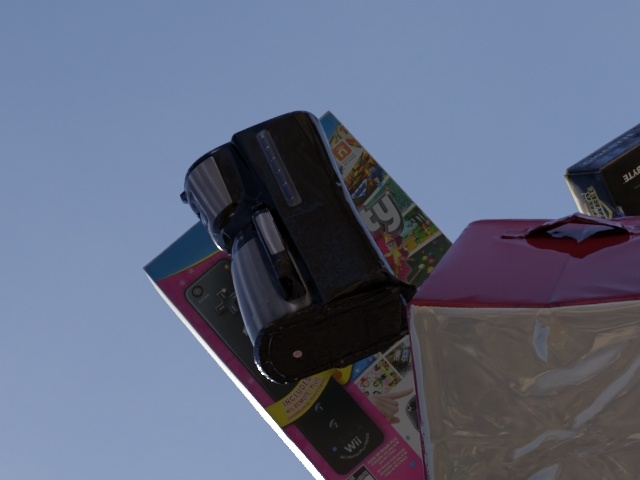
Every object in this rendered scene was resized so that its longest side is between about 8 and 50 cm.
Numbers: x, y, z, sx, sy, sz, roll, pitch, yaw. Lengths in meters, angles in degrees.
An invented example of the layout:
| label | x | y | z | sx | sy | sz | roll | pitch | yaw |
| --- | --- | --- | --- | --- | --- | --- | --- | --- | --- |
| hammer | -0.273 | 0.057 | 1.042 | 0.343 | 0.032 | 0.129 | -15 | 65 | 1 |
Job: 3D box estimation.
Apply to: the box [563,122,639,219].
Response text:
| label | x | y | z | sx | sy | sz | roll | pitch | yaw |
| --- | --- | --- | --- | --- | --- | --- | --- | --- | --- |
| box | 0.465 | -0.042 | 2.010 | 0.322 | 0.079 | 0.257 | -32 | -75 | -22 |

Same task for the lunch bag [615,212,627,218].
| label | x | y | z | sx | sy | sz | roll | pitch | yaw |
| --- | --- | --- | --- | --- | --- | --- | --- | --- | --- |
| lunch bag | 0.329 | 0.013 | 1.835 | 0.065 | 0.067 | 0.098 | -51 | -23 | -3 |

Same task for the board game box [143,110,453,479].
| label | x | y | z | sx | sy | sz | roll | pitch | yaw |
| --- | --- | --- | --- | --- | --- | --- | --- | --- | --- |
| board game box | 0.026 | 0.074 | 1.540 | 0.224 | 0.303 | 0.097 | -41 | -14 | -6 |

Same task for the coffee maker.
| label | x | y | z | sx | sy | sz | roll | pitch | yaw |
| --- | --- | --- | --- | --- | --- | --- | --- | --- | --- |
| coffee maker | 0.000 | 0.000 | 1.336 | 0.171 | 0.178 | 0.120 | -8 | -35 | -24 |

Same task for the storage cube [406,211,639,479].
| label | x | y | z | sx | sy | sz | roll | pitch | yaw |
| --- | --- | --- | --- | --- | --- | --- | --- | --- | --- |
| storage cube | 0.175 | 0.099 | 1.169 | 0.193 | 0.184 | 0.215 | -43 | -51 | -68 |
